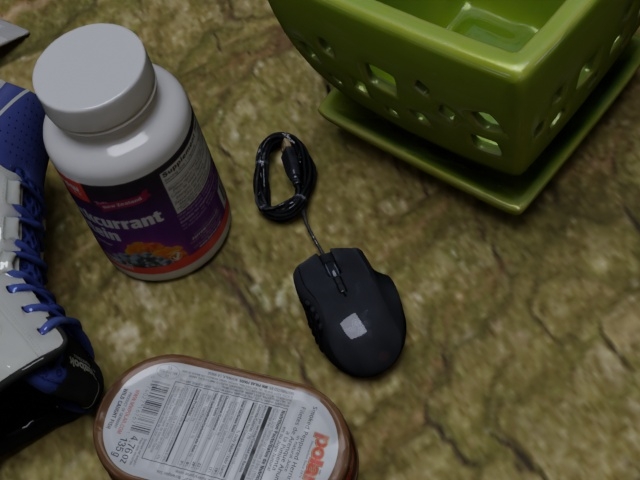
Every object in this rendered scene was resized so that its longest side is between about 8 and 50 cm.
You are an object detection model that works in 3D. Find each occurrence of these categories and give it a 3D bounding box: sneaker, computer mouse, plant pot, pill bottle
[{"bbox_3d":[-0.231,0.048,0.869,0.182,0.127,0.315,11,66,14],"label":"sneaker"},{"bbox_3d":[0.000,0.000,0.892,0.071,0.041,0.242,-24,54,-4],"label":"computer mouse"},{"bbox_3d":[0.119,-0.166,0.879,0.227,0.207,0.228,30,66,27],"label":"plant pot"},{"bbox_3d":[-0.138,-0.063,0.870,0.108,0.193,0.108,-6,55,8],"label":"pill bottle"}]

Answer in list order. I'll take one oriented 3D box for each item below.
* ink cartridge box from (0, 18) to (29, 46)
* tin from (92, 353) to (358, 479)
[{"bbox_3d":[-0.464,-0.169,1.091,0.296,0.066,0.261,25,39,25],"label":"ink cartridge box"},{"bbox_3d":[-0.068,0.139,0.815,0.190,0.040,0.106,11,63,18],"label":"tin"}]
